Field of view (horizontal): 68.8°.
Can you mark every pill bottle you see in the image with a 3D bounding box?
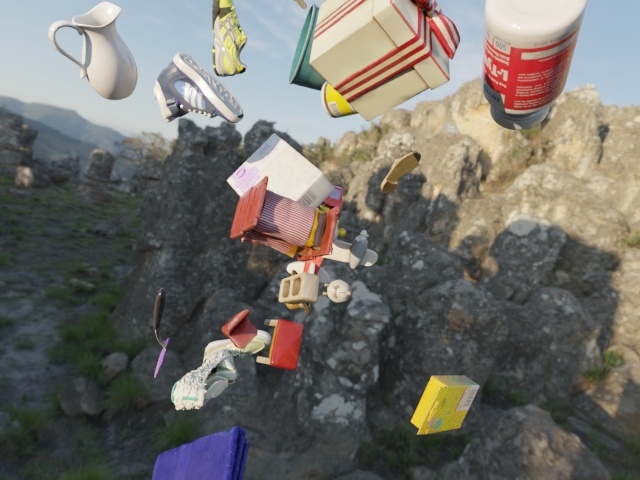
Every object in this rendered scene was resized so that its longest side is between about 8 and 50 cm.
[{"bbox_3d":[0.116,-0.440,1.393,0.214,0.118,0.117,-1,-2,36],"label":"pill bottle"},{"bbox_3d":[0.560,-0.495,1.271,0.228,0.229,0.408,15,-19,23],"label":"pill bottle"}]

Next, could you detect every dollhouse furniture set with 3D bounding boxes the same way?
[{"bbox_3d":[-0.100,0.079,1.028,0.201,0.375,0.152,18,-20,-26],"label":"dollhouse furniture set"}]

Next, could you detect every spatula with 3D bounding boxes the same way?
[{"bbox_3d":[-0.386,0.223,1.127,0.030,0.297,0.084,7,39,-8],"label":"spatula"}]

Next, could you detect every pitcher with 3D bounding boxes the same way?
[{"bbox_3d":[-0.550,-0.449,1.146,0.177,0.207,0.125,-31,58,-28],"label":"pitcher"}]

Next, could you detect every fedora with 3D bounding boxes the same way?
[{"bbox_3d":[-0.098,0.206,1.774,0.079,0.195,0.194,-20,7,3],"label":"fedora"}]

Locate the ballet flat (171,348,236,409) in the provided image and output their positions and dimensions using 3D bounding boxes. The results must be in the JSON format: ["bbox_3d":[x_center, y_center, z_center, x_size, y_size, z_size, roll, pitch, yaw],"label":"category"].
[{"bbox_3d":[-0.385,0.511,1.707,0.146,0.147,0.409,14,10,12],"label":"ballet flat"}]

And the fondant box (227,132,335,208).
[{"bbox_3d":[-0.140,-0.185,1.547,0.330,0.238,0.096,45,0,43],"label":"fondant box"}]

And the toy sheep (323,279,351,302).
[{"bbox_3d":[0.066,0.184,1.692,0.091,0.091,0.132,7,3,-31],"label":"toy sheep"}]

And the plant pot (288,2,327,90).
[{"bbox_3d":[0.048,-0.648,1.648,0.254,0.272,0.271,14,7,-14],"label":"plant pot"}]

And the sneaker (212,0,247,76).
[{"bbox_3d":[-0.387,-0.907,2.012,0.146,0.385,0.145,2,22,-4],"label":"sneaker"}]

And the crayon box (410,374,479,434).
[{"bbox_3d":[0.471,0.625,1.796,0.318,0.203,0.081,18,8,-46],"label":"crayon box"}]

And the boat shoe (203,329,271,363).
[{"bbox_3d":[-0.346,0.459,1.945,0.301,0.109,0.094,-18,29,14],"label":"boat shoe"}]

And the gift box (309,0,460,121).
[{"bbox_3d":[0.144,-0.479,1.049,0.258,0.277,0.255,-19,-35,38],"label":"gift box"}]

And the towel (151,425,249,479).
[{"bbox_3d":[-0.303,0.600,1.136,0.076,0.308,0.228,42,32,-33],"label":"towel"}]

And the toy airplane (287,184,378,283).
[{"bbox_3d":[0.000,0.000,1.930,0.385,0.385,0.272,-28,0,-11],"label":"toy airplane"}]

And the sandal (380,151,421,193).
[{"bbox_3d":[0.331,-0.313,2.009,0.088,0.240,0.079,15,43,-27],"label":"sandal"}]

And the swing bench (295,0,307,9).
[{"bbox_3d":[-0.011,-0.824,1.309,0.165,0.254,0.253,45,21,-37],"label":"swing bench"}]

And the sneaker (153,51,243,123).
[{"bbox_3d":[-0.459,-0.490,1.704,0.323,0.236,0.130,44,29,-8],"label":"sneaker"}]
